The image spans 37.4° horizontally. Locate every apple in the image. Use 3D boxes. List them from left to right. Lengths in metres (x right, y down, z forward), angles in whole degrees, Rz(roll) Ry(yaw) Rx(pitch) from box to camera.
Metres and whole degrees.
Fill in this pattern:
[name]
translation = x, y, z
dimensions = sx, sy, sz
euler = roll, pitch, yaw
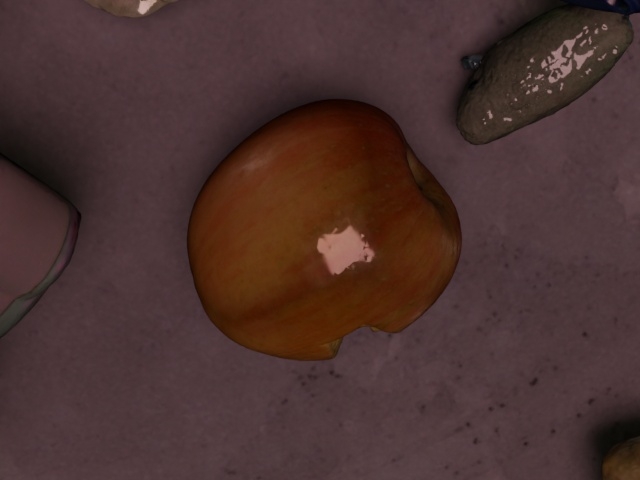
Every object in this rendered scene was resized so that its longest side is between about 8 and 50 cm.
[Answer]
[apple]
translation = 0.000, 0.000, 0.674
dimensions = 0.199, 0.199, 0.199
euler = -2, 108, -6

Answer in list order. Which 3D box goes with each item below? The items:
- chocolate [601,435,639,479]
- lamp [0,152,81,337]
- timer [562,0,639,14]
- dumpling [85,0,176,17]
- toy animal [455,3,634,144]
[chocolate]
translation = 0.351, 0.279, 0.828
dimensions = 0.134, 0.134, 0.309
euler = -38, 110, 6
[lamp]
translation = -0.299, 0.069, 0.651
dimensions = 0.247, 0.247, 0.301
euler = 31, 83, 22
[timer]
translation = 0.204, -0.361, 0.551
dimensions = 0.270, 0.270, 0.383
euler = 34, 90, -16
[dumpling]
translation = -0.165, -0.229, 0.608
dimensions = 0.229, 0.124, 0.151
euler = 39, 133, -15
[toy animal]
translation = 0.203, -0.157, 0.687
dimensions = 0.253, 0.079, 0.070
euler = -36, 119, 7
